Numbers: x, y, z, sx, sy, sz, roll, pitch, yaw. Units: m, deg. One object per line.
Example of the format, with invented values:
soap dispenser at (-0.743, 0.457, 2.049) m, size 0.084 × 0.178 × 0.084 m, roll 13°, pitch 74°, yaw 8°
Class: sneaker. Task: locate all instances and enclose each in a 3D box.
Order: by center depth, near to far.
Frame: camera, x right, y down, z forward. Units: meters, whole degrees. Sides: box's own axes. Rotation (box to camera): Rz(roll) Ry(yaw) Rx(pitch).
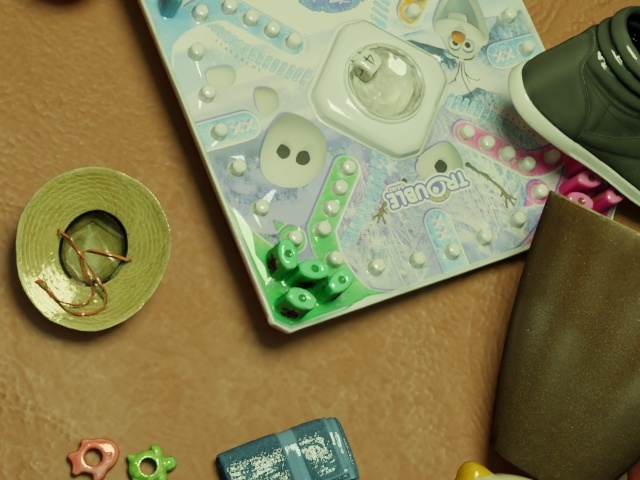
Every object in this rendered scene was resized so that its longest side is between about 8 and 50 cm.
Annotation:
sneaker at (0.332, -0.114, 1.315) m, size 0.296 × 0.147 × 0.104 m, roll 26°, pitch 51°, yaw -28°

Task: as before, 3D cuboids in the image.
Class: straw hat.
straw hat at (-0.203, 0.007, 1.253) m, size 0.145 × 0.061 × 0.144 m, roll 0°, pitch 89°, yaw -3°

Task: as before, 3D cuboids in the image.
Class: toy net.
toy net at (-0.238, 0.225, 1.191) m, size 0.232 × 0.045 × 0.122 m, roll 4°, pitch 74°, yaw -11°

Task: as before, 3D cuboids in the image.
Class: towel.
towel at (-0.030, 0.203, 1.250) m, size 0.119 × 0.029 × 0.067 m, roll -17°, pitch 78°, yaw -16°

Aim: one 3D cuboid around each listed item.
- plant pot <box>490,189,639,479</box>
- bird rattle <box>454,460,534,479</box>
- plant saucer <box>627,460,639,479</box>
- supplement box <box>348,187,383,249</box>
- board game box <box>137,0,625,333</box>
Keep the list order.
plant pot at (0.249, 0.104, 1.251) m, size 0.215 × 0.215 × 0.230 m, roll 26°, pitch 96°, yaw -3°
bird rattle at (0.155, 0.306, 1.189) m, size 0.254 × 0.143 × 0.207 m, roll 27°, pitch 80°, yaw -1°
plant saucer at (0.422, 0.246, 1.324) m, size 0.259 × 0.048 × 0.259 m, roll 0°, pitch 75°, yaw -12°
supplement box at (0.000, 0.000, 1.310) m, size 0.098 × 0.036 × 0.062 m, roll -27°, pitch 82°, yaw -18°
board game box at (0.062, -0.150, 1.331) m, size 0.390 × 0.050 × 0.390 m, roll -18°, pitch 78°, yaw -25°
